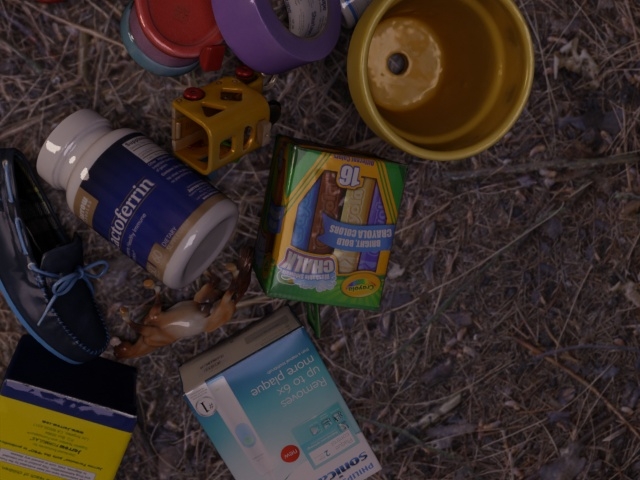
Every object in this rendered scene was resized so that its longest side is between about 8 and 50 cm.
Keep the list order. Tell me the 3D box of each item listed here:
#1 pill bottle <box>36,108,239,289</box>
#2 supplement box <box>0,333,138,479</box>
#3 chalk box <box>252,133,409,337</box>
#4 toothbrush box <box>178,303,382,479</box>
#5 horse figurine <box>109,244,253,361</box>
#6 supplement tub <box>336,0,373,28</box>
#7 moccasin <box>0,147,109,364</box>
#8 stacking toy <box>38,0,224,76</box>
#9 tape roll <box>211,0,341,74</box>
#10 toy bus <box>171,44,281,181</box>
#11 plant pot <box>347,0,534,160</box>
[{"bbox_3d":[-0.260,-0.064,1.160,0.264,0.153,0.153,36,93,8],"label":"pill bottle"},{"bbox_3d":[-0.428,0.358,1.235,0.195,0.194,0.357,21,98,-16],"label":"supplement box"},{"bbox_3d":[0.000,0.000,1.259,0.179,0.180,0.289,10,99,-15],"label":"chalk box"},{"bbox_3d":[-0.067,0.291,1.340,0.216,0.126,0.296,-28,109,-5],"label":"toothbrush box"},{"bbox_3d":[-0.208,0.104,1.271,0.263,0.066,0.175,-24,147,-18],"label":"horse figurine"},{"bbox_3d":[0.066,-0.379,1.243,0.107,0.071,0.071,-35,108,-2],"label":"supplement tub"},{"bbox_3d":[-0.402,0.028,1.185,0.116,0.138,0.342,-24,109,17],"label":"moccasin"},{"bbox_3d":[-0.262,-0.400,1.172,0.308,0.130,0.280,31,68,-20],"label":"stacking toy"},{"bbox_3d":[-0.059,-0.336,1.156,0.189,0.080,0.189,12,74,-48],"label":"tape roll"},{"bbox_3d":[-0.118,-0.174,1.177,0.104,0.191,0.202,35,94,26],"label":"toy bus"},{"bbox_3d":[0.147,-0.257,1.202,0.253,0.239,0.254,-3,103,-13],"label":"plant pot"}]
